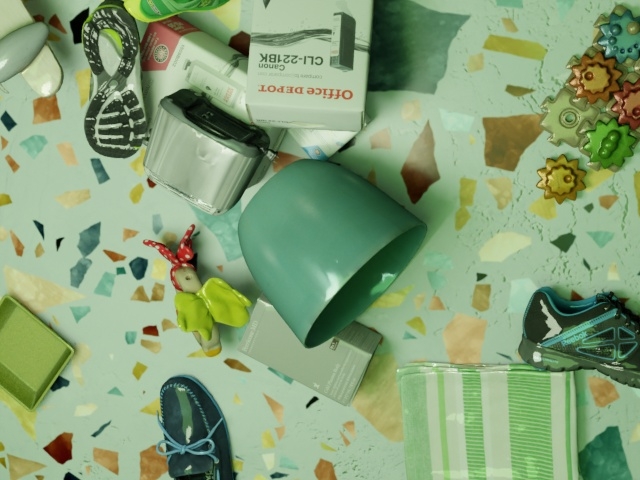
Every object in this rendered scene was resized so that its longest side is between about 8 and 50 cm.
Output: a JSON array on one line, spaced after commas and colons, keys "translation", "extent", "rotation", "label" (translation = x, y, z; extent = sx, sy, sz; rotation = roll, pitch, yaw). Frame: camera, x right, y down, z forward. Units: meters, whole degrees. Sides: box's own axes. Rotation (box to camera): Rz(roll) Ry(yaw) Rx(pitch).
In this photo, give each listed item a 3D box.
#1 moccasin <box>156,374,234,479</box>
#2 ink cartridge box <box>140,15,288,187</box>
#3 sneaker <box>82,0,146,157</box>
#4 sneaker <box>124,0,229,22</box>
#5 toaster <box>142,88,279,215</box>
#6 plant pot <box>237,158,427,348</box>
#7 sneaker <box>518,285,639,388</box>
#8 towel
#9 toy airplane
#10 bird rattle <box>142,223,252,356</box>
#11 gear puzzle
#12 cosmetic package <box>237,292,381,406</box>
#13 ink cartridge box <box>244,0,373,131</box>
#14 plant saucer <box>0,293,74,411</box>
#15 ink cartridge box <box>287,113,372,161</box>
[{"translation": [-0.238, 0.437, 1.994], "extent": [0.137, 0.117, 0.342], "rotation": [-17, 99, 19], "label": "moccasin"}, {"translation": [-0.203, -0.245, 1.809], "extent": [0.283, 0.117, 0.207], "rotation": [31, 110, 7], "label": "ink cartridge box"}, {"translation": [-0.346, -0.278, 1.729], "extent": [0.111, 0.121, 0.300], "rotation": [6, 125, -6], "label": "sneaker"}, {"translation": [-0.199, -0.438, 1.673], "extent": [0.123, 0.295, 0.109], "rotation": [-16, 106, 42], "label": "sneaker"}, {"translation": [-0.190, -0.144, 1.702], "extent": [0.227, 0.129, 0.146], "rotation": [30, 115, 4], "label": "toaster"}, {"translation": [0.000, 0.000, 1.737], "extent": [0.235, 0.293, 0.293], "rotation": [45, 112, 16], "label": "plant pot"}, {"translation": [0.511, 0.165, 1.707], "extent": [0.340, 0.125, 0.140], "rotation": [7, 104, 13], "label": "sneaker"}, {"translation": [0.309, 0.341, 1.856], "extent": [0.324, 0.038, 0.248], "rotation": [-3, 104, 16], "label": "towel"}, {"translation": [-0.633, -0.462, 1.795], "extent": [0.386, 0.272, 0.384], "rotation": [12, 106, 13], "label": "toy airplane"}, {"translation": [-0.246, 0.108, 1.887], "extent": [0.253, 0.143, 0.207], "rotation": [43, 149, 38], "label": "bird rattle"}, {"translation": [0.460, -0.209, 1.667], "extent": [0.175, 0.044, 0.339], "rotation": [33, 110, 6], "label": "gear puzzle"}, {"translation": [-0.020, 0.191, 1.878], "extent": [0.238, 0.107, 0.127], "rotation": [23, 112, 6], "label": "cosmetic package"}, {"translation": [-0.014, -0.329, 1.666], "extent": [0.197, 0.114, 0.273], "rotation": [4, 81, 3], "label": "ink cartridge box"}, {"translation": [-0.615, 0.229, 2.087], "extent": [0.188, 0.045, 0.188], "rotation": [39, 110, 3], "label": "plant saucer"}, {"translation": [0.017, -0.206, 1.791], "extent": [0.122, 0.052, 0.088], "rotation": [-39, 91, 22], "label": "ink cartridge box"}]
